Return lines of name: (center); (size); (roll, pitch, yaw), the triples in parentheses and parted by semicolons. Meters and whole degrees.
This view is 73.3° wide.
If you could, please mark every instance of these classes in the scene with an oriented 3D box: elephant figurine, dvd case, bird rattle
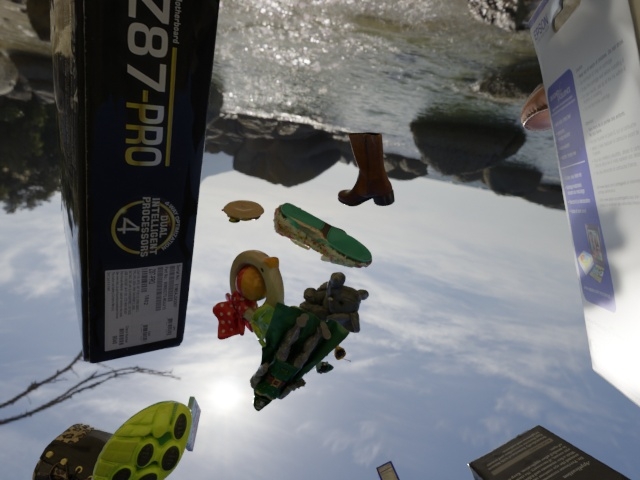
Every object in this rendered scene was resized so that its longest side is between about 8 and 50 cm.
elephant figurine: (0.060, 0.183, 1.204); (0.186, 0.169, 0.239); (-5, 167, -38)
dvd case: (-0.270, 0.384, 0.897); (0.013, 0.119, 0.087); (7, -124, -4)
bird rattle: (-0.139, 0.122, 0.944); (0.143, 0.207, 0.253); (-7, -172, -37)

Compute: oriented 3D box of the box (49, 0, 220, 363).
box: (-0.202, -0.139, 0.414); (0.097, 0.395, 0.318); (-6, -150, -35)

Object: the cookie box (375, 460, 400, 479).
cookie box: (0.160, 0.546, 0.927); (0.040, 0.092, 0.107); (-21, -130, -7)

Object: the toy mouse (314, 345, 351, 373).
toy mouse: (0.009, 0.371, 1.350); (0.143, 0.161, 0.031); (-32, -138, -8)

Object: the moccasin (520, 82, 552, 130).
moccasin: (0.449, -0.188, 0.596); (0.139, 0.147, 0.380); (-4, -172, -29)

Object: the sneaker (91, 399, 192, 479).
sneaker: (-0.305, 0.358, 0.687); (0.109, 0.295, 0.123); (32, -168, -16)

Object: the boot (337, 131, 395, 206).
boot: (0.143, -0.268, 1.639); (0.096, 0.280, 0.264); (-36, -150, -32)

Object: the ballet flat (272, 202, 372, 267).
ballet flat: (0.000, 0.000, 0.949); (0.241, 0.077, 0.091); (32, -141, 5)

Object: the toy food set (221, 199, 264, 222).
toy food set: (-0.152, -0.058, 0.847); (0.082, 0.020, 0.083); (-3, -152, -19)

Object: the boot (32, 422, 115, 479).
boot: (-0.563, 0.608, 1.053); (0.284, 0.138, 0.377); (15, -160, 3)

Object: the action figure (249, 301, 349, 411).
action figure: (-0.064, 0.223, 0.759); (0.137, 0.232, 0.063); (27, -153, -9)

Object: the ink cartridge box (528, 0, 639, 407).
ink cartridge box: (0.234, -0.041, 0.314); (0.065, 0.333, 0.165); (-12, -179, 12)

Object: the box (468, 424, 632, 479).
box: (0.229, 0.275, 0.365); (0.093, 0.156, 0.158); (-24, -176, -10)
